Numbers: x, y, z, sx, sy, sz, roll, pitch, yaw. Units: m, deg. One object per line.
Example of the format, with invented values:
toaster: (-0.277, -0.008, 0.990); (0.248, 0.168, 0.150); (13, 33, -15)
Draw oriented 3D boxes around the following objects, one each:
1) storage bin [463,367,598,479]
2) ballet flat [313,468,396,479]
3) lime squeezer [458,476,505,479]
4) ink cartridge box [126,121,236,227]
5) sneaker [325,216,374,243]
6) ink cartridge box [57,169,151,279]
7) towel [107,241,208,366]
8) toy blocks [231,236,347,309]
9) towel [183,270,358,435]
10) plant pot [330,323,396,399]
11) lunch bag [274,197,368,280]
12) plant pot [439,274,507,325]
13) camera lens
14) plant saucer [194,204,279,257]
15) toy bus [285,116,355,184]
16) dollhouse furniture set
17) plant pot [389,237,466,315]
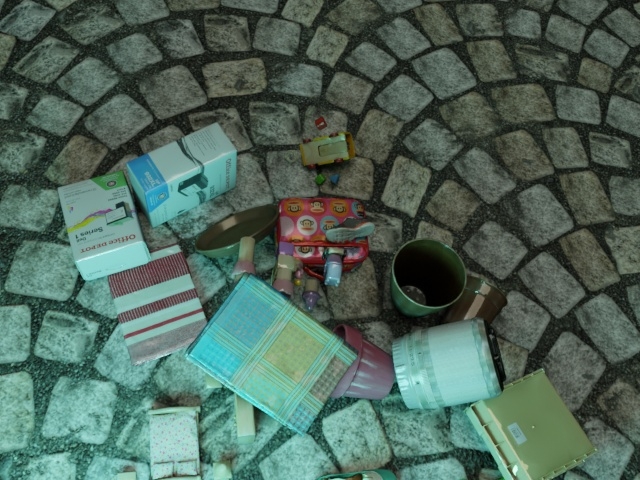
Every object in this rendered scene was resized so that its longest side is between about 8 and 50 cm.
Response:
storage bin: (0.575, 0.535, 1.764); (0.260, 0.123, 0.262); (-20, 62, -16)
ballet flat: (0.091, 0.650, 1.668); (0.247, 0.087, 0.083); (-4, 63, -10)
lime squeezer: (0.377, 0.719, 1.705); (0.310, 0.058, 0.110); (-40, 107, -24)
ink cartridge box: (-0.418, -0.200, 1.953); (0.307, 0.223, 0.129); (-29, 71, -21)
sneaker: (0.082, -0.037, 1.921); (0.157, 0.061, 0.065); (-9, 44, -20)
ink cartridge box: (-0.643, -0.047, 1.886); (0.201, 0.117, 0.278); (-18, 62, -13)
towel: (-0.478, 0.181, 1.857); (0.236, 0.037, 0.329); (-18, 65, -14)
toy blocks: (-0.105, 0.177, 1.775); (0.308, 0.289, 0.260); (7, 59, -8)
towel: (-0.119, 0.287, 1.611); (0.370, 0.040, 0.272); (36, 81, -5)
plant pot: (0.105, 0.358, 1.773); (0.180, 0.201, 0.202); (23, 61, -13)
lunch bag: (0.000, 0.000, 1.977); (0.292, 0.120, 0.259); (0, 68, -10)
plant pot: (0.451, 0.218, 1.910); (0.166, 0.167, 0.165); (31, 72, 8)
camera lens: (0.358, 0.340, 1.746); (0.274, 0.219, 0.220); (-15, 63, 15)
plant saucer: (-0.245, -0.025, 1.902); (0.277, 0.277, 0.041); (-33, 113, -22)
toy bus: (0.017, -0.303, 2.135); (0.202, 0.191, 0.104); (38, 21, 10)
dollhouse furniture set: (-0.353, 0.466, 1.650); (0.355, 0.174, 0.304); (-3, 63, -10)
plant pot: (0.293, 0.138, 1.878); (0.215, 0.230, 0.216); (3, 63, -6)
